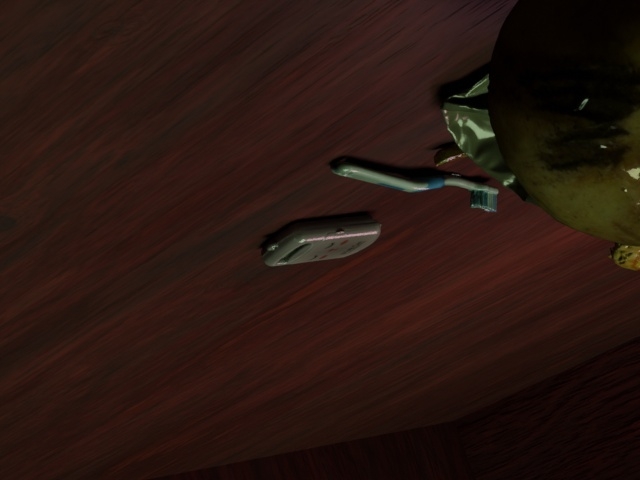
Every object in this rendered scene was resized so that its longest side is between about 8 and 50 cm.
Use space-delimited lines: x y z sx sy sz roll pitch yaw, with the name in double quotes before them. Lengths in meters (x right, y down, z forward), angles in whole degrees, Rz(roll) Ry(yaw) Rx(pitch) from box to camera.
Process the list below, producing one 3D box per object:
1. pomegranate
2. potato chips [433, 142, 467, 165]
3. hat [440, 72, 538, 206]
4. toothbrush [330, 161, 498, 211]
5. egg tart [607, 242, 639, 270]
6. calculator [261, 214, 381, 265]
"pomegranate" 0.312 -0.143 1.321 0.322 0.322 0.322 -18 165 -5
"potato chips" 0.233 -0.119 1.815 0.204 0.037 0.026 -7 151 -23
"hat" 0.242 -0.148 1.611 0.173 0.166 0.144 -44 -169 -3
"toothbrush" 0.129 -0.077 1.847 0.040 0.040 0.386 -28 159 29
"egg tart" 0.593 -0.047 2.359 0.294 0.116 0.295 -20 167 -5
"calculator" 0.000 0.000 1.940 0.175 0.032 0.100 -7 161 -37
